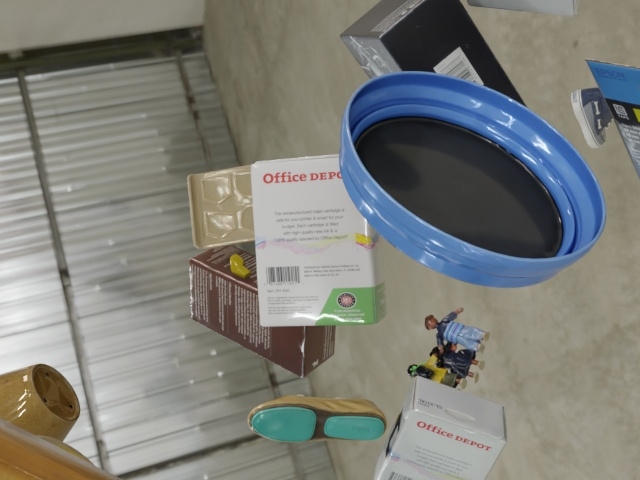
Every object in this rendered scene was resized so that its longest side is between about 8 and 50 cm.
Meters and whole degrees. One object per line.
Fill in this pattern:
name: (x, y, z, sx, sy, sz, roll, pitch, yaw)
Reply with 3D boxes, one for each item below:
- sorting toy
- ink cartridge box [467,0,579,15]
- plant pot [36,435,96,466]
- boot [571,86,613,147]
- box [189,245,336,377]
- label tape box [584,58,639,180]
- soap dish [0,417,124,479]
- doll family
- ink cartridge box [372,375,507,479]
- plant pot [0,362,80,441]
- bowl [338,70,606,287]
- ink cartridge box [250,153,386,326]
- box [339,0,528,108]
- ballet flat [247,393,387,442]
sorting toy: (-0.203, -0.042, 1.879, 0.041, 0.229, 0.307, 91, 170, -66)
ink cartridge box: (0.432, -0.624, 1.510, 0.129, 0.223, 0.308, 39, -113, -63)
plant pot: (-0.397, 0.390, 0.963, 0.254, 0.239, 0.254, 42, -175, -5)
boot: (0.582, -0.252, 1.558, 0.190, 0.086, 0.069, 34, -126, -52)
box: (-0.147, 0.162, 1.882, 0.381, 0.143, 0.191, 24, 124, 32)
label tape box: (0.526, -0.132, 1.002, 0.334, 0.106, 0.240, 50, 170, -35)
soap dish: (-0.271, 0.286, 0.576, 0.118, 0.229, 0.291, -30, 32, 51)
doll family: (0.202, 0.204, 1.257, 0.111, 0.193, 0.076, 17, 153, 37)
ink cartridge box: (0.156, 0.281, 1.006, 0.072, 0.127, 0.175, -69, -2, -59)
plant pot: (-0.544, 0.330, 1.285, 0.237, 0.254, 0.237, 55, -174, -8)
bowl: (0.207, -0.093, 1.071, 0.391, 0.391, 0.077, 64, 146, 36)
ink cartridge box: (0.000, 0.000, 1.287, 0.117, 0.201, 0.278, -11, -82, -74)
box: (0.242, -0.359, 1.646, 0.343, 0.179, 0.312, 51, 180, -20)
ballet flat: (-0.008, 0.286, 1.232, 0.073, 0.232, 0.080, -115, 37, -63)
